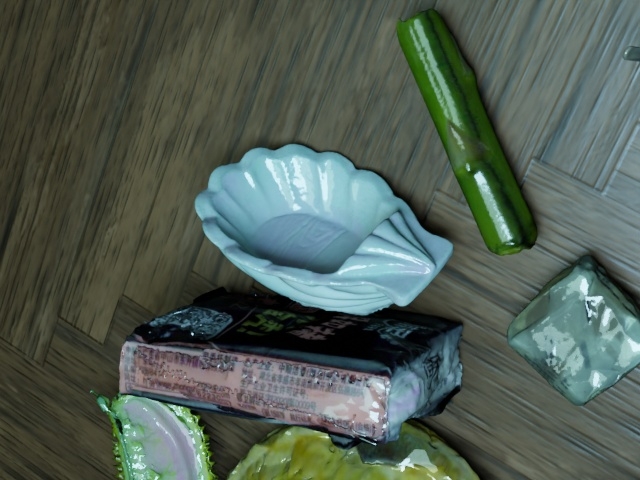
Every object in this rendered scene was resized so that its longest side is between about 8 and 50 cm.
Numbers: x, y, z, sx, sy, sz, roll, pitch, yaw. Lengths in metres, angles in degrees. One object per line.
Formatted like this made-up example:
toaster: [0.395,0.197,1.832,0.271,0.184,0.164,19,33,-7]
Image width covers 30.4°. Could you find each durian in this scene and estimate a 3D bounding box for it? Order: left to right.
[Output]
durian: [-0.204,0.278,1.513,0.137,0.095,0.220,-17,92,-6]

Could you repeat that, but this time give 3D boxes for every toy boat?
toy boat: [0.000,0.000,1.307,0.290,0.199,0.100,25,143,28]

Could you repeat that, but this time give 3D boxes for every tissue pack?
tissue pack: [-0.028,0.139,1.301,0.332,0.245,0.123,7,103,25]

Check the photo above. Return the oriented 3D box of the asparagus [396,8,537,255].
asparagus: [0.156,-0.113,1.253,0.060,0.067,0.277,-26,84,56]

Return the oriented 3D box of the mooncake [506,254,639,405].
mooncake: [0.273,0.097,1.233,0.130,0.073,0.125,-45,77,26]

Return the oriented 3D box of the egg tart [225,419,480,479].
egg tart: [0.033,0.419,1.369,0.443,0.178,0.443,7,105,27]

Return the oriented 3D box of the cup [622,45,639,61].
cup: [0.351,-0.162,1.120,0.074,0.099,0.102,-39,83,28]
